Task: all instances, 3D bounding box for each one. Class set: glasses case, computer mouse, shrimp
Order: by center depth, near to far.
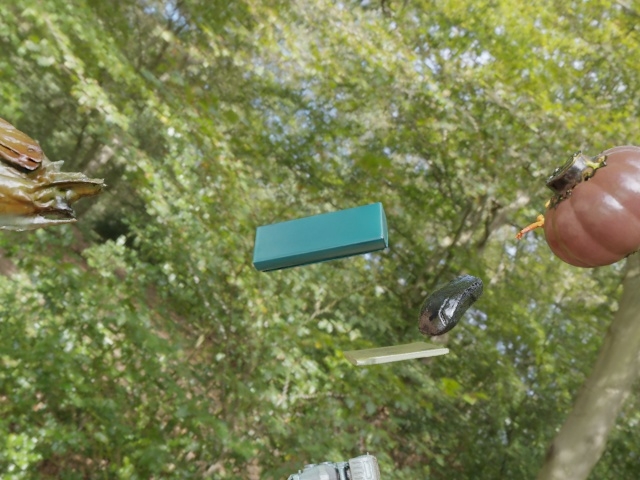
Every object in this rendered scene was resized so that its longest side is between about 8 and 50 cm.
[{"bbox_3d":[-0.284,-0.064,0.527,0.217,0.115,0.051,8,0,-9],"label":"shrimp"},{"bbox_3d":[0.000,0.002,1.483,0.300,0.117,0.070,-9,-45,13],"label":"glasses case"},{"bbox_3d":[0.311,0.150,1.621,0.122,0.217,0.074,-10,-67,49],"label":"computer mouse"}]

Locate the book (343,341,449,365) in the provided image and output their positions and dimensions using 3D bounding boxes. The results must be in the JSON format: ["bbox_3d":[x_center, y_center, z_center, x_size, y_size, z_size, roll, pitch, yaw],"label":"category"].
[{"bbox_3d":[0.135,0.210,1.235,0.192,0.167,0.013,134,-51,-83],"label":"book"}]

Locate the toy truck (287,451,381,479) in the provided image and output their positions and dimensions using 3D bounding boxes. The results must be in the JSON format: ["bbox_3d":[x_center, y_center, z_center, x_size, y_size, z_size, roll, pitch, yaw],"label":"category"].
[{"bbox_3d":[0.039,0.676,1.864,0.140,0.256,0.108,71,8,-65],"label":"toy truck"}]

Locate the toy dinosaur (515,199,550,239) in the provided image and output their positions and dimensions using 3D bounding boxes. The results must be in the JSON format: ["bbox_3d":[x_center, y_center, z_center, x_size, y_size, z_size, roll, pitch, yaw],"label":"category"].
[{"bbox_3d":[0.667,-0.063,1.804,0.117,0.288,0.071,31,-38,49],"label":"toy dinosaur"}]

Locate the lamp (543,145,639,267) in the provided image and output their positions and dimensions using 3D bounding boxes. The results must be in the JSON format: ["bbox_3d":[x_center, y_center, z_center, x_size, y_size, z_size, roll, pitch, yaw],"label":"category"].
[{"bbox_3d":[0.627,-0.088,1.470,0.239,0.305,0.305,44,-12,1],"label":"lamp"}]
